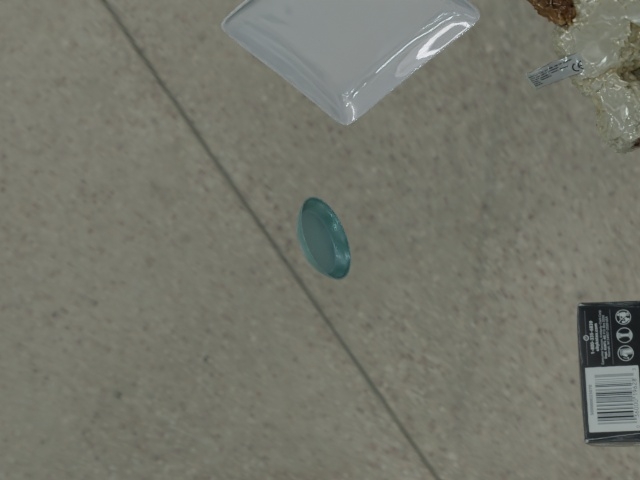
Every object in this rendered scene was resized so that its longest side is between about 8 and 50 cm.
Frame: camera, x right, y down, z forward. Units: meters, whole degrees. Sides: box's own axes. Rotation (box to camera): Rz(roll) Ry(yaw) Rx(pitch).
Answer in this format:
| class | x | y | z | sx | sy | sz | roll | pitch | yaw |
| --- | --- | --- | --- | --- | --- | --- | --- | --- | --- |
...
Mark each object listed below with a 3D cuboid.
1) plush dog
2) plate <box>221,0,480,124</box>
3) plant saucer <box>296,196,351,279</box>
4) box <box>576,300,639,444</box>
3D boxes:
| class | x | y | z | sx | sy | sz | roll | pitch | yaw |
| --- | --- | --- | --- | --- | --- | --- | --- | --- | --- |
| plush dog | 0.353 | -0.264 | 1.569 | 0.211 | 0.225 | 0.262 | 28 | 124 | 9 |
| plate | 0.044 | -0.326 | 1.978 | 0.277 | 0.278 | 0.045 | -38 | 37 | 23 |
| plant saucer | 0.000 | 0.000 | 1.853 | 0.021 | 0.119 | 0.119 | -23 | 64 | 27 |
| box | 0.385 | 0.164 | 1.643 | 0.143 | 0.270 | 0.165 | -3 | 80 | 12 |
